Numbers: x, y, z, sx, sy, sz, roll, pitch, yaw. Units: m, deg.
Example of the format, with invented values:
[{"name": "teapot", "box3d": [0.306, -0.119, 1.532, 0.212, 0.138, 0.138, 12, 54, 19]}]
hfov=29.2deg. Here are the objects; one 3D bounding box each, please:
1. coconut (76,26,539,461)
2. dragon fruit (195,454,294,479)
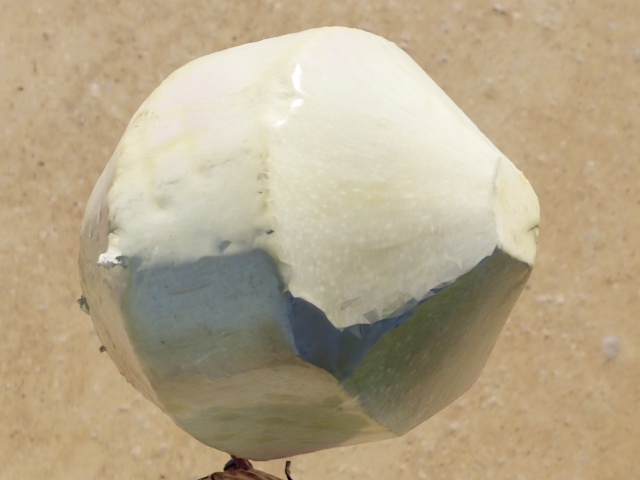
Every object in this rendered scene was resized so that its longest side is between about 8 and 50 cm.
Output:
[{"name": "coconut", "box3d": [0.000, 0.000, 0.964, 0.352, 0.352, 0.353, 7, 55, -10]}, {"name": "dragon fruit", "box3d": [-0.072, 0.318, 1.048, 0.241, 0.241, 0.252, -22, 59, -26]}]
